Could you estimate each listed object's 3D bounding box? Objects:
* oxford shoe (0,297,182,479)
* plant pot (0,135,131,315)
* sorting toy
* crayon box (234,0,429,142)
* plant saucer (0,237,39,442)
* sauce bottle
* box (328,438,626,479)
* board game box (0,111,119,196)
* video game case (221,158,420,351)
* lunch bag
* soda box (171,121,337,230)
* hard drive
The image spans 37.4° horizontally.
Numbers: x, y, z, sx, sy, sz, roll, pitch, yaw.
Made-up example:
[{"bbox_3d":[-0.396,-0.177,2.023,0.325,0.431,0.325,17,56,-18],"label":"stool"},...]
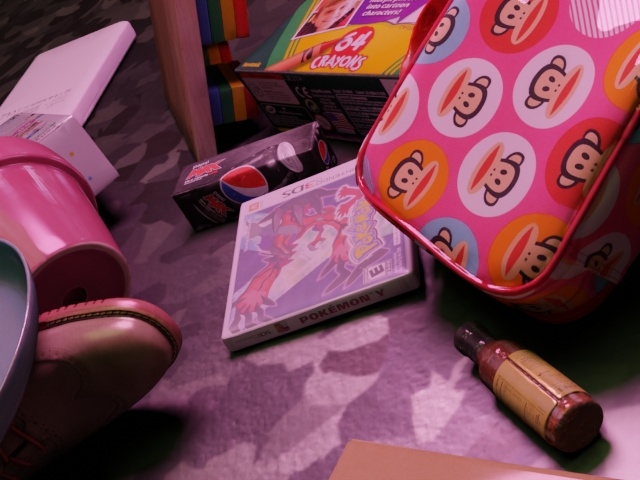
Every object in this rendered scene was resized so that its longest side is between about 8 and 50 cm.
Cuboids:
[{"bbox_3d":[-0.258,0.170,0.780,0.348,0.123,0.130,-32,33,16],"label":"oxford shoe"},{"bbox_3d":[-0.292,0.018,0.953,0.201,0.201,0.180,-42,50,-18],"label":"plant pot"},{"bbox_3d":[-0.150,-0.264,1.171,0.089,0.257,0.255,-13,32,-13],"label":"sorting toy"},{"bbox_3d":[0.129,-0.244,1.017,0.363,0.106,0.313,14,58,50],"label":"crayon box"},{"bbox_3d":[-0.334,0.137,0.749,0.317,0.044,0.318,-24,42,23],"label":"plant saucer"},{"bbox_3d":[0.135,0.093,0.638,0.042,0.042,0.128,-34,33,-7],"label":"sauce bottle"},{"bbox_3d":[0.069,0.201,0.562,0.201,0.021,0.164,0,43,37],"label":"box"},{"bbox_3d":[-0.404,-0.059,1.178,0.224,0.097,0.303,-42,24,-16],"label":"board game box"},{"bbox_3d":[0.000,0.000,0.878,0.183,0.023,0.201,-21,36,17],"label":"video game case"},{"bbox_3d":[0.159,-0.112,0.705,0.258,0.120,0.293,42,102,42],"label":"lunch bag"},{"bbox_3d":[-0.070,-0.067,1.005,0.168,0.053,0.060,-17,35,20],"label":"soda box"},{"bbox_3d":[-0.431,-0.240,1.535,0.203,0.040,0.308,-15,35,21],"label":"hard drive"}]
